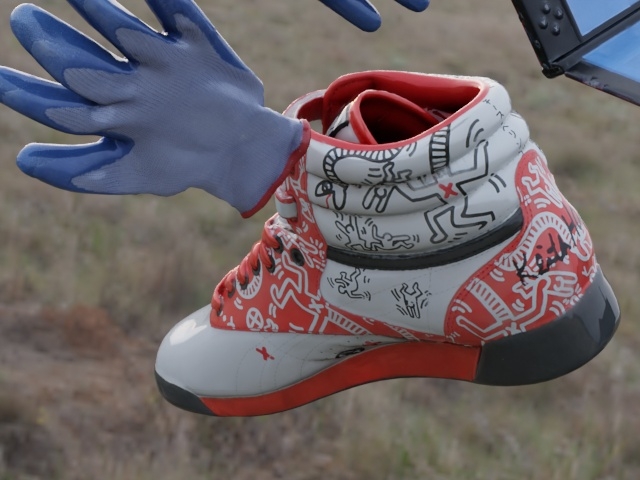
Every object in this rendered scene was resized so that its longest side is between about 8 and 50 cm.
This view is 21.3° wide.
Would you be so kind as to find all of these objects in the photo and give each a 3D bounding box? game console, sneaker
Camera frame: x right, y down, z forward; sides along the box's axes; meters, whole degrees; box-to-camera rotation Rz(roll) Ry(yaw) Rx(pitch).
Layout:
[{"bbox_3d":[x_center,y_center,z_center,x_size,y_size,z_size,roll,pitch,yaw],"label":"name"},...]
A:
[{"bbox_3d":[0.196,-0.152,1.014,0.144,0.124,0.085,-33,13,-32],"label":"game console"},{"bbox_3d":[0.001,-0.001,0.809,0.270,0.145,0.090,-9,27,41],"label":"sneaker"}]

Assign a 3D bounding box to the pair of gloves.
[{"bbox_3d":[-0.027,-0.091,0.635,0.159,0.198,0.023,23,21,-50],"label":"pair of gloves"}]
